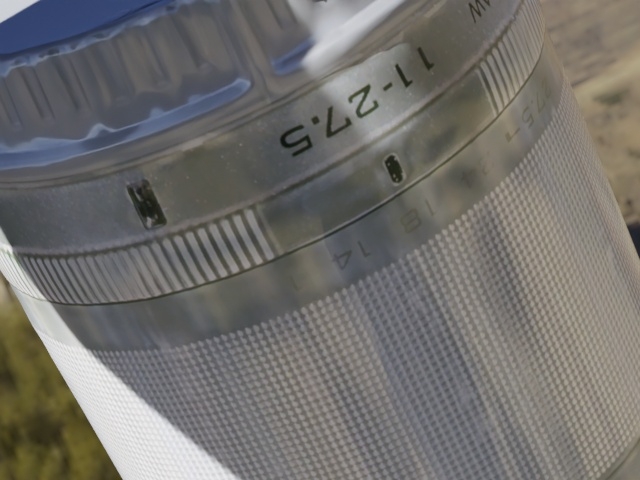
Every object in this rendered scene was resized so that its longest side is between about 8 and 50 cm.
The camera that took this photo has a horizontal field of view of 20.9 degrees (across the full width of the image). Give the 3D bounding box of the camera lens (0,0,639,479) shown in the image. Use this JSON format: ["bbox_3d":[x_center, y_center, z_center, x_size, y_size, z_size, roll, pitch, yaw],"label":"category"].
[{"bbox_3d":[0.000,0.000,0.660,0.219,0.274,0.219,-21,25,11],"label":"camera lens"}]
